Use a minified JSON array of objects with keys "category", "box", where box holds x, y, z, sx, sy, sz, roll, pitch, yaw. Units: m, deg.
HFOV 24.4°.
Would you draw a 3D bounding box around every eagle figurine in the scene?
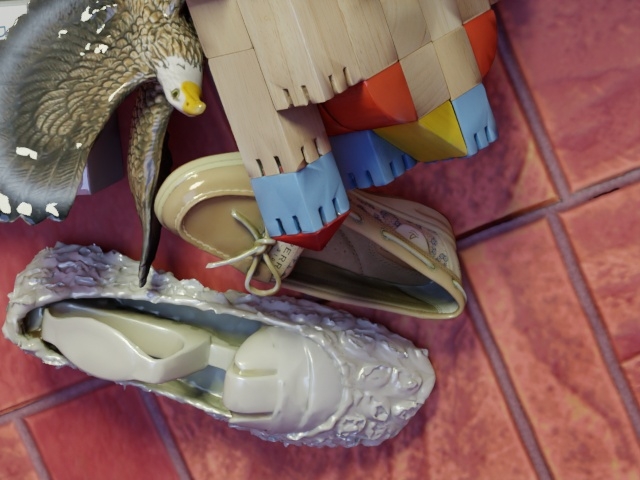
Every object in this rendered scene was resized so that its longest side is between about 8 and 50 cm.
[{"category":"eagle figurine","box":[-0.152,-0.135,1.256,0.226,0.225,0.298,40,103,-5]}]

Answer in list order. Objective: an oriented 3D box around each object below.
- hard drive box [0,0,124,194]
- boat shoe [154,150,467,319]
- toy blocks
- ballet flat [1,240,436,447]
[{"category":"hard drive box","box":[-0.313,-0.132,1.369,0.232,0.089,0.181,-3,102,14]},{"category":"boat shoe","box":[0.000,0.000,1.247,0.285,0.089,0.104,11,129,-25]},{"category":"toy blocks","box":[0.044,-0.161,1.160,0.191,0.381,0.261,-6,110,41]},{"category":"ballet flat","box":[-0.105,0.113,1.350,0.409,0.147,0.147,14,105,10]}]
